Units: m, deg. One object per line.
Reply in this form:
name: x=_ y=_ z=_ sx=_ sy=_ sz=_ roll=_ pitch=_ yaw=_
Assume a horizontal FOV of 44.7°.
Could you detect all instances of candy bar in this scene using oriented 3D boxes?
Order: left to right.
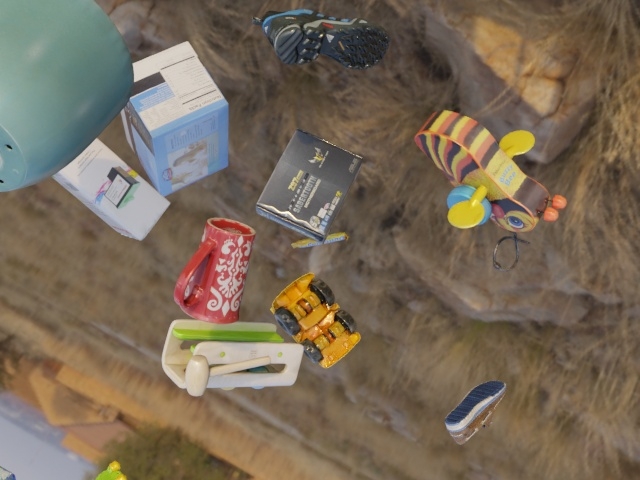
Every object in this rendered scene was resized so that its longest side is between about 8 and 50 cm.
candy bar: x=0.000 y=0.000 z=2.144 sx=0.161 sy=0.018 sz=0.040 roll=-10 pitch=161 yaw=9

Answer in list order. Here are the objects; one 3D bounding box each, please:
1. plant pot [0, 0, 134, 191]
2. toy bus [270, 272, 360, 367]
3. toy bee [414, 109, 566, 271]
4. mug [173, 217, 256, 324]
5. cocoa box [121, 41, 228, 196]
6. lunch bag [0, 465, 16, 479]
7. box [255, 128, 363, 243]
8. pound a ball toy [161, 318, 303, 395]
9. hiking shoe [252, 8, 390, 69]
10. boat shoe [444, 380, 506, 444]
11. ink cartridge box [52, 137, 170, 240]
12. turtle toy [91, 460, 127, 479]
plant pot: x=-0.455 y=-0.214 z=1.136 sx=0.292 sy=0.235 sz=0.293 roll=12 pitch=141 yaw=10
toy bus: x=-0.026 y=0.215 z=1.999 sx=0.220 sy=0.149 sz=0.211 roll=51 pitch=162 yaw=2
toy bee: x=0.284 y=-0.081 z=1.172 sx=0.298 sy=0.195 sz=0.162 roll=27 pitch=165 yaw=-33
mug: x=-0.183 y=0.057 z=1.398 sx=0.113 sy=0.169 sz=0.150 roll=18 pitch=-166 yaw=2
cocoa box: x=-0.400 y=-0.321 z=2.132 sx=0.228 sy=0.231 sz=0.347 roll=56 pitch=162 yaw=16
lunch bag: x=-0.753 y=0.554 z=1.729 sx=0.128 sy=0.096 sz=0.151 roll=28 pitch=139 yaw=9
box: x=-0.025 y=-0.132 z=1.873 sx=0.183 sy=0.233 sz=0.059 roll=25 pitch=161 yaw=6
pound a ball toy: x=-0.184 y=0.267 z=1.620 sx=0.319 sy=0.136 sz=0.208 roll=6 pitch=-165 yaw=-40
hiking shoe: x=0.016 y=-0.440 z=1.637 sx=0.132 sy=0.304 sz=0.113 roll=53 pitch=131 yaw=34
boat shoe: x=0.337 y=0.368 z=1.671 sx=0.066 sy=0.183 sz=0.066 roll=6 pitch=120 yaw=54
ink cartridge box: x=-0.508 y=-0.136 z=1.801 sx=0.278 sy=0.117 sz=0.201 roll=44 pitch=165 yaw=-26
turtle toy: x=-0.485 y=0.586 z=1.813 sx=0.130 sy=0.095 sz=0.066 roll=38 pitch=161 yaw=49
